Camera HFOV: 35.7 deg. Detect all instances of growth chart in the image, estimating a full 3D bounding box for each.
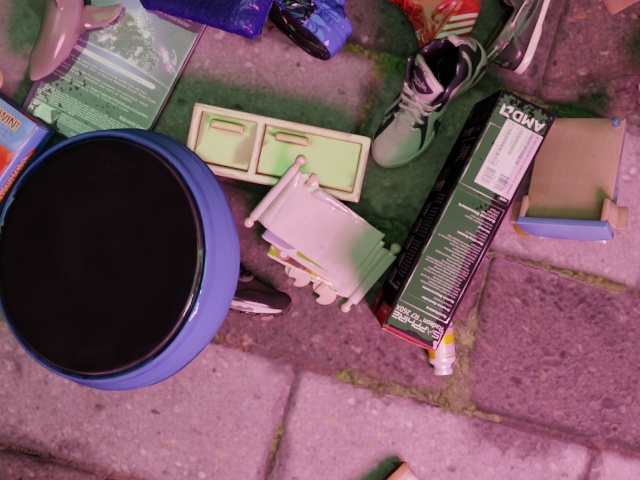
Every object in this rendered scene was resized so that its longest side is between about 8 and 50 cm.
[{"bbox_3d":[0.000,0.000,1.506,0.237,0.021,0.172,40,116,-17],"label":"growth chart"}]

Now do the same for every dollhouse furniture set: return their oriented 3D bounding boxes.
[{"bbox_3d":[0.471,-0.112,1.542,0.303,0.198,0.286,3,69,29],"label":"dollhouse furniture set"}]

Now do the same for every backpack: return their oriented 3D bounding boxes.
[{"bbox_3d":[-0.006,-0.339,1.504,0.120,0.098,0.101,44,89,-1],"label":"backpack"}]

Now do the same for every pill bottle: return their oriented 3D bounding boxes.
[{"bbox_3d":[0.189,0.167,1.558,0.043,0.043,0.083,-4,93,-1],"label":"pill bottle"}]

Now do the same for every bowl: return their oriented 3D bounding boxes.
[{"bbox_3d":[-0.309,0.024,1.450,0.391,0.077,0.391,-2,84,21],"label":"bowl"}]

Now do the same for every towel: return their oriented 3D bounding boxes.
[{"bbox_3d":[-0.122,-0.457,1.473,0.228,0.076,0.308,22,86,28],"label":"towel"}]

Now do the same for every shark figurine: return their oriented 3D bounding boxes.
[{"bbox_3d":[-0.407,-0.398,1.470,0.166,0.116,0.278,-20,89,4],"label":"shark figurine"}]

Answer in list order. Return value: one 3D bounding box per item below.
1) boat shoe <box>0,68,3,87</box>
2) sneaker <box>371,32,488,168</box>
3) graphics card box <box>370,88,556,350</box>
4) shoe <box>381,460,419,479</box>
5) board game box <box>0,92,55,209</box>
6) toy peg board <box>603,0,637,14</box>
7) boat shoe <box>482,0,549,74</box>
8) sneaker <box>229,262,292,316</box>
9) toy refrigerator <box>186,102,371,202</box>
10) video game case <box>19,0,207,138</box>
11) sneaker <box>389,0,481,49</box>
[{"bbox_3d":[-0.532,-0.223,1.420,0.153,0.048,0.056,-5,89,4],"label":"boat shoe"},{"bbox_3d":[0.144,-0.212,1.467,0.235,0.153,0.094,-43,72,13],"label":"sneaker"},{"bbox_3d":[0.199,-0.031,1.455,0.094,0.233,0.371,26,91,-1],"label":"graphics card box"},{"bbox_3d":[0.068,0.438,1.552,0.219,0.076,0.058,-41,88,-1],"label":"shoe"},{"bbox_3d":[-0.616,-0.132,1.492,0.308,0.086,0.302,36,91,3],"label":"board game box"},{"bbox_3d":[0.468,-0.447,1.485,0.079,0.161,0.161,-30,93,-15],"label":"toy peg board"},{"bbox_3d":[0.312,-0.376,1.515,0.079,0.084,0.233,19,95,-2],"label":"boat shoe"},{"bbox_3d":[-0.172,0.032,1.517,0.283,0.107,0.124,17,87,-2],"label":"sneaker"},{"bbox_3d":[-0.065,-0.132,1.514,0.270,0.094,0.102,12,93,-1],"label":"toy refrigerator"},{"bbox_3d":[-0.317,-0.273,1.537,0.196,0.026,0.274,28,91,-2],"label":"video game case"},{"bbox_3d":[0.136,-0.361,1.512,0.221,0.087,0.128,12,91,-1],"label":"sneaker"}]
